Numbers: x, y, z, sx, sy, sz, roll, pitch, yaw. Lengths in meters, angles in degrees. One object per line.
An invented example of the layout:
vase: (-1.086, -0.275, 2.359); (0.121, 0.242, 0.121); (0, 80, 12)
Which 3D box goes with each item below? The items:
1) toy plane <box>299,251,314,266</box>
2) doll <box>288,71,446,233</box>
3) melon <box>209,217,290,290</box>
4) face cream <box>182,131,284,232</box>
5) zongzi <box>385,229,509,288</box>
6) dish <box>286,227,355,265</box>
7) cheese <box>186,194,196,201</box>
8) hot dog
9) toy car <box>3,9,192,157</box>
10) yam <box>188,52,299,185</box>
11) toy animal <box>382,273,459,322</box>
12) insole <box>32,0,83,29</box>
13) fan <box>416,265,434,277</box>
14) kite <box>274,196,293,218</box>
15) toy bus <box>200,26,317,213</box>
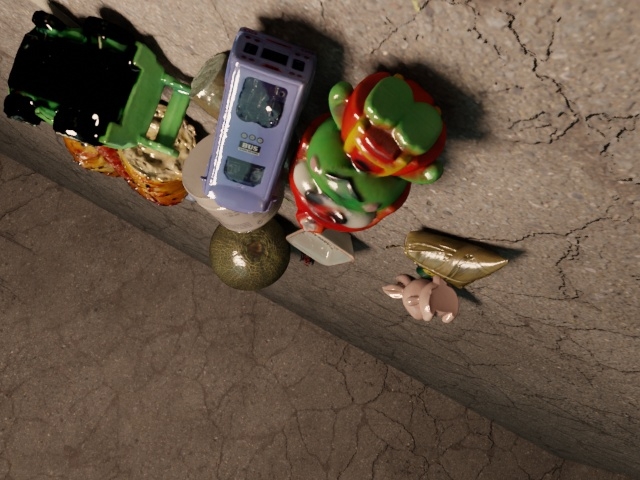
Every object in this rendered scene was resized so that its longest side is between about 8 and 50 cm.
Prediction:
toy plane: (-0.041, 0.053, 1.559); (0.060, 0.037, 0.145); (30, 162, 8)
doll: (0.045, -0.105, 0.732); (0.182, 0.160, 0.363); (33, 147, -8)
melon: (-0.210, 0.032, 1.423); (0.237, 0.238, 0.301); (32, 169, -10)
face cream: (-0.182, -0.125, 1.031); (0.177, 0.178, 0.153); (19, 161, 29)
zongzi: (0.243, 0.016, 0.927); (0.188, 0.082, 0.178); (28, 164, -3)
dish: (0.000, 0.000, 1.295); (0.154, 0.064, 0.234); (33, 161, -14)
cheese: (-0.401, -0.154, 1.508); (0.244, 0.052, 0.135); (38, 163, -29)
hot dog: (-0.481, -0.232, 1.194); (0.367, 0.196, 0.365); (34, 166, -8)
toy car: (-0.430, -0.289, 0.916); (0.358, 0.214, 0.176); (19, -179, 25)
yam: (-0.101, -0.197, 0.827); (0.259, 0.106, 0.106); (39, 160, -29)
toy animal: (0.259, 0.148, 1.239); (0.124, 0.124, 0.212); (35, 168, -19)
insole: (-0.530, -0.456, 0.928); (0.197, 0.004, 0.065); (38, 161, -28)
fan: (0.260, 0.058, 1.096); (0.082, 0.039, 0.155); (29, 164, -4)
kite: (-0.158, -0.121, 1.294); (0.229, 0.012, 0.250); (20, 162, 30)
toy bus: (-0.103, -0.145, 0.720); (0.125, 0.133, 0.292); (16, 130, -10)
